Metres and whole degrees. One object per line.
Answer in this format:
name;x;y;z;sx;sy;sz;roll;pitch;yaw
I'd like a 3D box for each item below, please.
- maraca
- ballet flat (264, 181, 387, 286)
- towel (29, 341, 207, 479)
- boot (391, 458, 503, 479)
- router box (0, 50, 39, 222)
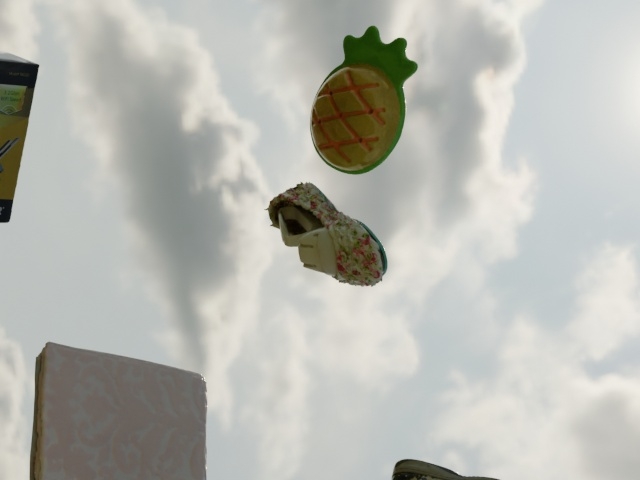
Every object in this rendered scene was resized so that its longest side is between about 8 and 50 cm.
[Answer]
maraca;0.053;-0.173;1.664;0.127;0.099;0.186;25;-76;19
ballet flat;0.000;0.000;1.561;0.241;0.077;0.091;-139;-142;-62
towel;-0.312;0.345;2.099;0.053;0.317;0.332;-27;-124;44
boot;0.187;0.412;1.848;0.236;0.179;0.085;14;-42;17
router box;-0.551;-0.148;1.841;0.081;0.308;0.243;23;-74;36
